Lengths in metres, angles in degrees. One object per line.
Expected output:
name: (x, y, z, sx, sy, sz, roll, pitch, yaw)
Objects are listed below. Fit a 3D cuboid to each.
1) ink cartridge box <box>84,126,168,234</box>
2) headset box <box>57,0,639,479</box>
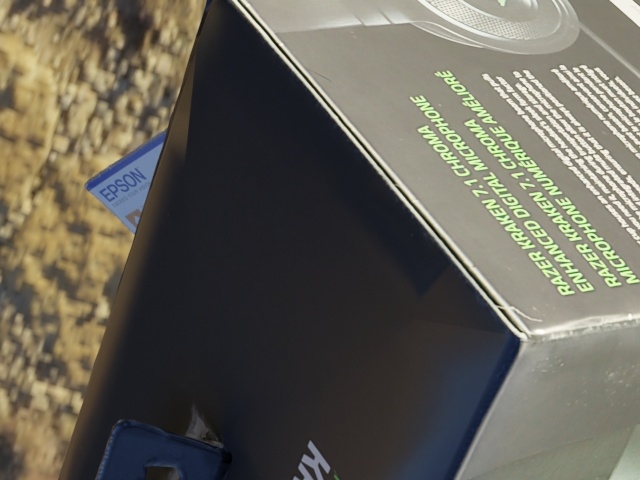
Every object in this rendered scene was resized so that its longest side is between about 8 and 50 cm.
ink cartridge box: (0.000, 0.000, 1.115, 0.224, 0.045, 0.223, 49, 138, -13)
headset box: (0.068, 0.059, 0.523, 0.283, 0.131, 0.246, -8, 134, -34)
